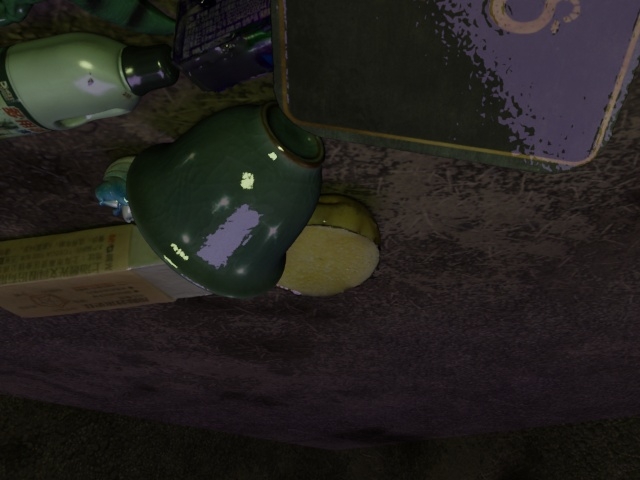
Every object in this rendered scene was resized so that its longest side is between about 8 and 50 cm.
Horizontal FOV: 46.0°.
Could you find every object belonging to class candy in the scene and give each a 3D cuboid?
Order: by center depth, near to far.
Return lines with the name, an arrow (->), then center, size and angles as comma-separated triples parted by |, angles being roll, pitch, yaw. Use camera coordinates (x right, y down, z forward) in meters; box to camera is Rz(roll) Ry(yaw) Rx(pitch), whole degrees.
candy -> 0.031, -0.190, 0.532 | 0.312, 0.088, 0.061 | -12, 151, 29

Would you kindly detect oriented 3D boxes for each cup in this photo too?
cup -> -0.071, -0.062, 0.758 | 0.199, 0.199, 0.150 | 21, 132, -37

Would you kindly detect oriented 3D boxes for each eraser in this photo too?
eraser -> -0.334, 0.044, 1.106 | 0.343, 0.078, 0.144 | -7, 156, 16

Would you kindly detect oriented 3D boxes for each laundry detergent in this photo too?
laundry detergent -> -0.234, -0.142, 0.684 | 0.226, 0.070, 0.099 | -7, 147, 15

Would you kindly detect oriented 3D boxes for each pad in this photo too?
pad -> 0.112, -0.166, 0.413 | 0.315, 0.063, 0.375 | 9, 138, 8

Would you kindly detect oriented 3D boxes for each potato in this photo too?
potato -> 0.000, 0.000, 0.989 | 0.164, 0.081, 0.200 | 18, 149, -17

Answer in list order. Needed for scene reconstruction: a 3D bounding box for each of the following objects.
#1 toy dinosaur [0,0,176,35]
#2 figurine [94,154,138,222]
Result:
toy dinosaur -> -0.216, -0.200, 0.543 | 0.120, 0.079, 0.292 | -10, 157, 29
figurine -> -0.197, -0.057, 0.862 | 0.114, 0.079, 0.114 | 8, -178, 0
